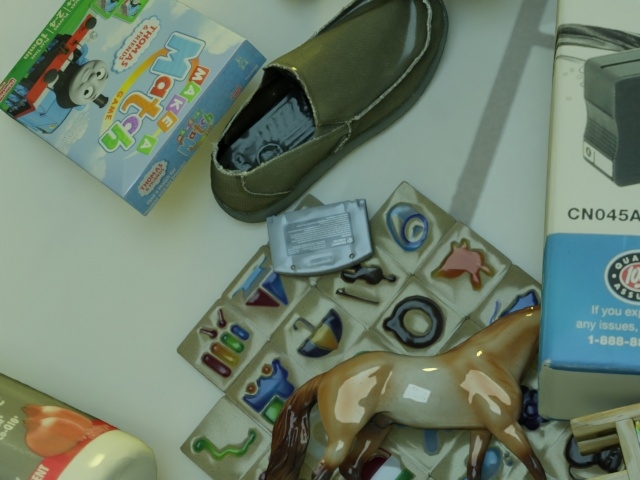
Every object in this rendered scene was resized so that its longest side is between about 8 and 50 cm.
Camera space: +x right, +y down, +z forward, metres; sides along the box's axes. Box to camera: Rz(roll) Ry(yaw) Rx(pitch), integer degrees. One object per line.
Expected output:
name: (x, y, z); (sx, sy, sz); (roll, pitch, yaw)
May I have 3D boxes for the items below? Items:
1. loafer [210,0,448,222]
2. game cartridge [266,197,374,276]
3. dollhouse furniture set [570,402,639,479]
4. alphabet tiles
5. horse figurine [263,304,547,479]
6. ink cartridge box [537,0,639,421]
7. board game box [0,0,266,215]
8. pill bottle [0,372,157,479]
loafer: (0.006, -0.118, 1.242); (0.094, 0.087, 0.251); (41, 88, 19)
game cartridge: (0.000, 0.000, 1.241); (0.083, 0.017, 0.056); (-11, 70, 10)
dollhouse furniture set: (0.274, 0.217, 1.016); (0.161, 0.242, 0.212); (-14, 74, 8)
alphabet tiles: (0.062, 0.127, 1.209); (0.342, 0.011, 0.285); (38, 86, 19)
horse figurine: (0.074, 0.141, 1.163); (0.263, 0.066, 0.174); (-5, 80, 9)
ink cartridge box: (0.307, -0.071, 1.101); (0.285, 0.166, 0.395); (2, 70, 9)
board game box: (-0.164, -0.133, 1.273); (0.211, 0.039, 0.160); (34, 84, 39)
pill bottle: (-0.302, 0.174, 1.189); (0.318, 0.176, 0.176); (22, 82, 17)
